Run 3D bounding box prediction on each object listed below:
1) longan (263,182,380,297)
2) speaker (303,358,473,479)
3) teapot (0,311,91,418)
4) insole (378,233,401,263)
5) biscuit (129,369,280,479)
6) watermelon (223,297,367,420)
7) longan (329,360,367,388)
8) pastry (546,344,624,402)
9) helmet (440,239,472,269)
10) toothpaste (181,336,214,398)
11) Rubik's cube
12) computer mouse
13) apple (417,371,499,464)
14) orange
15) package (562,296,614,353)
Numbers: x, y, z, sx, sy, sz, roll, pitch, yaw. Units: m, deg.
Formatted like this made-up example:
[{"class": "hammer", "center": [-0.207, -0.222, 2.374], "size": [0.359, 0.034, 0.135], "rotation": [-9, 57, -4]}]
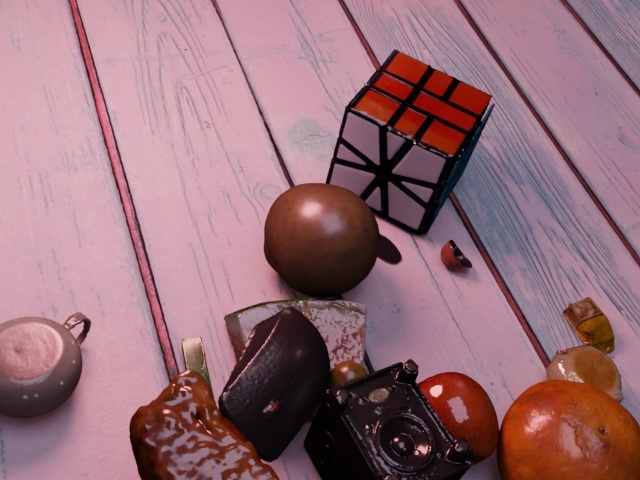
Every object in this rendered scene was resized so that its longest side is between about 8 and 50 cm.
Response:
[{"class": "longan", "center": [0.000, 0.000, 1.701], "size": [0.258, 0.258, 0.258], "rotation": [6, 51, -8]}, {"class": "speaker", "center": [0.110, 0.381, 1.412], "size": [0.184, 0.254, 0.232], "rotation": [-18, 59, -27]}, {"class": "teapot", "center": [-0.539, 0.237, 1.463], "size": [0.193, 0.129, 0.294], "rotation": [36, 51, 16]}, {"class": "insole", "center": [0.120, -0.009, 1.886], "size": [0.064, 0.004, 0.188], "rotation": [-30, 63, -31]}, {"class": "biscuit", "center": [-0.150, 0.440, 1.253], "size": [0.166, 0.342, 0.395], "rotation": [-29, 60, -26]}, {"class": "watermelon", "center": [-0.039, 0.207, 1.582], "size": [0.264, 0.151, 0.301], "rotation": [-4, 53, -17]}, {"class": "longan", "center": [0.056, 0.267, 1.486], "size": [0.075, 0.075, 0.083], "rotation": [-47, 115, -37]}, {"class": "pastry", "center": [0.566, 0.297, 1.690], "size": [0.166, 0.088, 0.165], "rotation": [6, 51, -7]}, {"class": "helmet", "center": [0.312, 0.044, 1.860], "size": [0.084, 0.049, 0.065], "rotation": [50, 20, -5]}, {"class": "toothpaste", "center": [-0.238, 0.274, 1.558], "size": [0.043, 0.037, 0.178], "rotation": [-8, 54, -15]}, {"class": "Rubik's cube", "center": [0.211, -0.232, 1.908], "size": [0.294, 0.288, 0.283], "rotation": [29, 50, 13]}, {"class": "computer mouse", "center": [-0.062, 0.240, 1.390], "size": [0.168, 0.087, 0.295], "rotation": [53, 38, -20]}, {"class": "apple", "center": [0.245, 0.346, 1.520], "size": [0.181, 0.181, 0.168], "rotation": [-3, 57, -15]}, {"class": "orange", "center": [0.477, 0.403, 1.499], "size": [0.284, 0.226, 0.283], "rotation": [6, 57, -10]}, {"class": "package", "center": [0.619, 0.196, 1.809], "size": [0.071, 0.047, 0.131], "rotation": [-10, 53, -24]}]
